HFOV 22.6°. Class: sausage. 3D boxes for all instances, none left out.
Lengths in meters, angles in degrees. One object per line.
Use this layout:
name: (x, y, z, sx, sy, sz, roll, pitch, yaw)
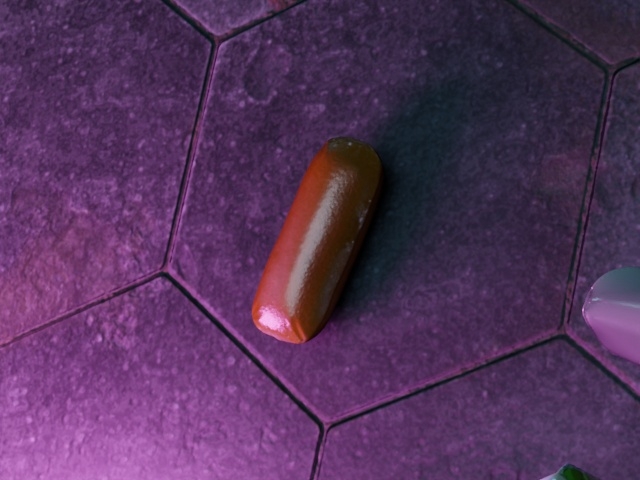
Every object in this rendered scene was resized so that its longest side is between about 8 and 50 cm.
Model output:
sausage: (-0.001, 0.000, 2.042, 0.105, 0.105, 0.274, 21, 87, 29)

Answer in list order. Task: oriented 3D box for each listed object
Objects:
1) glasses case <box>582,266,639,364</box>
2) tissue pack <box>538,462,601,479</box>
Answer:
glasses case: (0.451, 0.119, 1.782, 0.308, 0.128, 0.083, 20, 61, 30)
tissue pack: (0.229, 0.498, 1.736, 0.332, 0.205, 0.405, -29, 65, 17)
